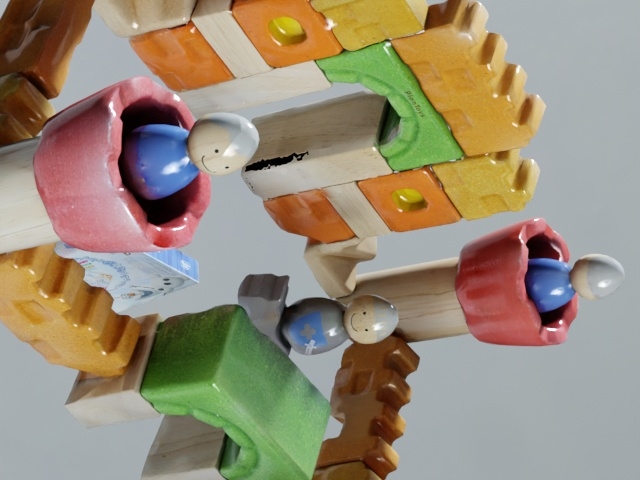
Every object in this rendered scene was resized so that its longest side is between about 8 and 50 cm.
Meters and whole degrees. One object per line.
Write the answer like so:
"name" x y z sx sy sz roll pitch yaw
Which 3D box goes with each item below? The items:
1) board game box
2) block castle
"board game box" -0.145 0.019 1.312 0.090 0.090 0.020 32 45 -49
"block castle" 0.000 0.000 1.128 0.453 0.213 0.303 51 40 -38
